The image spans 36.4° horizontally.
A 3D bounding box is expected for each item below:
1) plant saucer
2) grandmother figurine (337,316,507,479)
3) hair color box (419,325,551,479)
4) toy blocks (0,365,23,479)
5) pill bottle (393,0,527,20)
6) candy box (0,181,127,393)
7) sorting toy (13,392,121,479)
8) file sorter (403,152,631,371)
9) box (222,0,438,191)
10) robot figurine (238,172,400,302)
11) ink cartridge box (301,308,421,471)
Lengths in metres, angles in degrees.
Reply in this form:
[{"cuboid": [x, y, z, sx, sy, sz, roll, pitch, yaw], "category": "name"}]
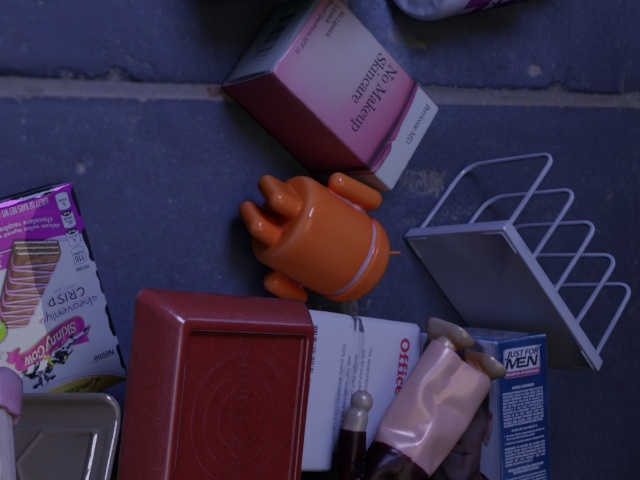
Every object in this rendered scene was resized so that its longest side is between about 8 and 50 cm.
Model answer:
[{"cuboid": [-0.097, 0.188, 1.054, 0.259, 0.047, 0.259, 9, 86, -48], "category": "plant saucer"}, {"cuboid": [0.101, 0.274, 1.208, 0.208, 0.104, 0.342, 40, 72, -3], "category": "grandmother figurine"}, {"cuboid": [0.232, 0.303, 1.388, 0.105, 0.174, 0.347, -3, 91, -34], "category": "hair color box"}, {"cuboid": [-0.467, 0.133, 0.852, 0.288, 0.309, 0.260, 44, 21, -49], "category": "toy blocks"}, {"cuboid": [0.247, -0.421, 1.406, 0.301, 0.169, 0.169, -20, 101, -33], "category": "pill bottle"}, {"cuboid": [-0.321, 0.069, 1.058, 0.159, 0.071, 0.234, -21, 103, -33], "category": "candy box"}, {"cuboid": [-0.356, 0.263, 0.951, 0.041, 0.307, 0.229, 75, 15, -58], "category": "sorting toy"}, {"cuboid": [0.303, 0.034, 1.432, 0.173, 0.192, 0.278, -50, 116, -28], "category": "file sorter"}, {"cuboid": [0.016, -0.187, 1.266, 0.232, 0.126, 0.149, 42, 67, -27], "category": "box"}, {"cuboid": [-0.001, 0.001, 1.254, 0.219, 0.128, 0.158, 30, 65, -30], "category": "robot figurine"}, {"cuboid": [-0.016, 0.188, 1.247, 0.272, 0.114, 0.198, 11, 85, -35], "category": "ink cartridge box"}]
